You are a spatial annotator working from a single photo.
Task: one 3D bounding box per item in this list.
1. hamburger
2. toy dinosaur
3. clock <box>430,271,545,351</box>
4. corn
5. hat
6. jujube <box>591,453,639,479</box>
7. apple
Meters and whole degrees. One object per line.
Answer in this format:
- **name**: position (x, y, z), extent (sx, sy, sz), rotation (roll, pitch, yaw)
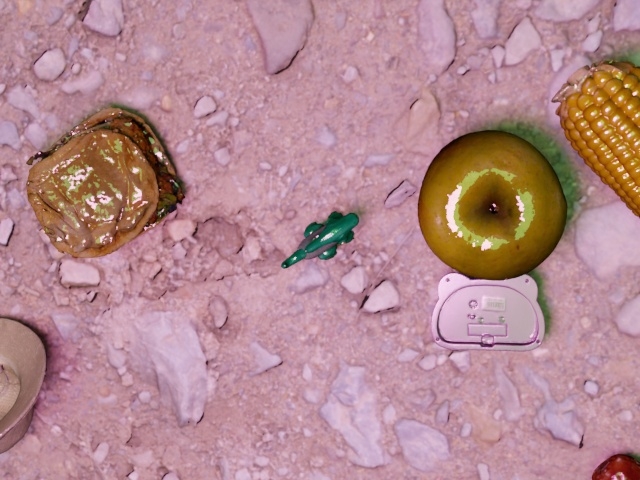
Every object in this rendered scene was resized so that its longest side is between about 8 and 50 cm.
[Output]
- **hamburger**: position (-0.314, -0.079, 1.373), extent (0.206, 0.130, 0.183), rotation (-33, 92, -5)
- **toy dinosaur**: position (0.000, 0.000, 1.319), extent (0.132, 0.096, 0.059), rotation (-35, 89, 11)
- **clock**: position (0.230, 0.094, 1.307), extent (0.153, 0.050, 0.110), rotation (0, 98, 11)
- **corn**: position (0.453, -0.073, 1.196), extent (0.387, 0.144, 0.144), rotation (45, 104, 0)
- **hat**: position (-0.513, 0.252, 1.429), extent (0.257, 0.257, 0.130), rotation (-1, 138, 12)
- **jujube**: position (0.432, 0.343, 1.292), extent (0.129, 0.077, 0.077), rotation (31, 103, -5)
- **apple**: position (0.220, -0.045, 1.235), extent (0.197, 0.157, 0.196), rotation (2, 98, 11)
